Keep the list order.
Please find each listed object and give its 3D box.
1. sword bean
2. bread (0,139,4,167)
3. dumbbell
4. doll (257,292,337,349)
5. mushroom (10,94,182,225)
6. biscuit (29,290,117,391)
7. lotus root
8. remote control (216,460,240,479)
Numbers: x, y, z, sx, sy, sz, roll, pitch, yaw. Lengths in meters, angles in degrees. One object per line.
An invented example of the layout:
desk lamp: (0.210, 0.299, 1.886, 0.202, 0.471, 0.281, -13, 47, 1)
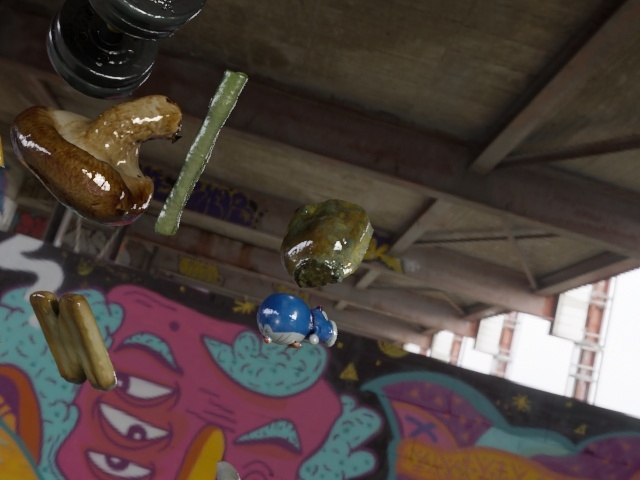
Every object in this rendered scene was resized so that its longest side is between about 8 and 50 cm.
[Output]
sword bean: (-0.177, -0.122, 1.022, 0.038, 0.269, 0.043, 30, 15, 7)
bread: (-0.990, -0.278, 1.979, 0.160, 0.169, 0.140, -8, 3, 4)
dumbbell: (-0.309, -0.359, 1.117, 0.185, 0.185, 0.388, 23, -25, -27)
doll: (-0.073, 0.246, 2.096, 0.257, 0.161, 0.215, 24, 1, -38)
mushroom: (-0.395, -0.152, 1.211, 0.267, 0.254, 0.267, 14, -17, 4)
biscuit: (-0.665, 0.269, 1.916, 0.237, 0.062, 0.290, -1, -67, 39)
lotus root: (-0.014, 0.009, 2.087, 0.267, 0.260, 0.149, -6, -54, 26)
remote control: (-0.193, 0.549, 1.556, 0.073, 0.044, 0.229, 66, -9, -13)
